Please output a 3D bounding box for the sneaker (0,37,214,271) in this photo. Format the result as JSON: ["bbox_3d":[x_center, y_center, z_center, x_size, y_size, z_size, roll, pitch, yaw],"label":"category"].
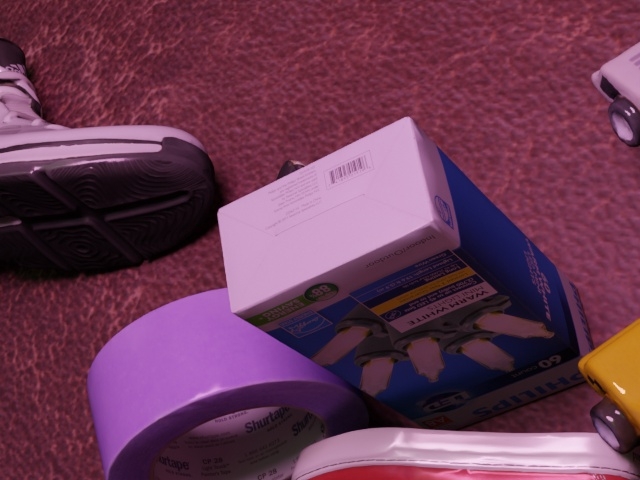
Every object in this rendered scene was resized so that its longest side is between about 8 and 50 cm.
[{"bbox_3d":[-0.289,-0.111,1.146,0.447,0.169,0.257,-7,58,25],"label":"sneaker"}]

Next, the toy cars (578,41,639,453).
[{"bbox_3d":[0.251,0.016,0.740,0.176,0.087,0.393,4,66,9],"label":"toy cars"}]

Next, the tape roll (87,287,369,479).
[{"bbox_3d":[-0.066,0.119,0.866,0.189,0.189,0.080,-32,52,16],"label":"tape roll"}]

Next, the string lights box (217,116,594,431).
[{"bbox_3d":[0.066,0.035,0.775,0.133,0.260,0.077,-25,55,22],"label":"string lights box"}]

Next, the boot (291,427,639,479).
[{"bbox_3d":[0.083,0.216,0.789,0.244,0.088,0.176,-4,66,28],"label":"boot"}]

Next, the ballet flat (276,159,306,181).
[{"bbox_3d":[0.000,0.000,0.987,0.057,0.049,0.173,-62,37,37],"label":"ballet flat"}]
